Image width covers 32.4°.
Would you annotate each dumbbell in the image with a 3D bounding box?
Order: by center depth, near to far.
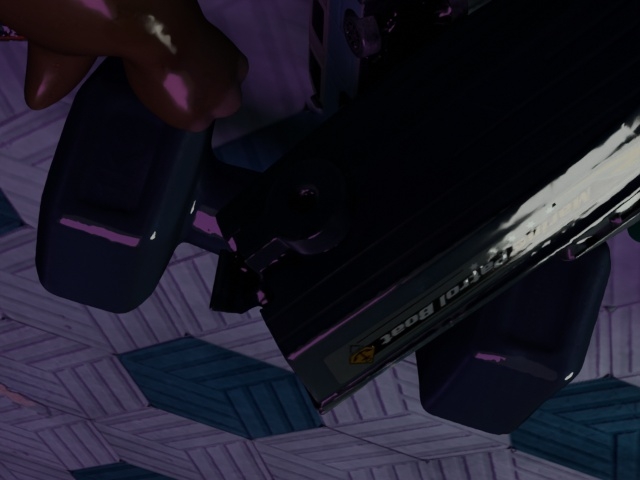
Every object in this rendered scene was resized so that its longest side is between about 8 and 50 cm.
[{"bbox_3d":[0.000,0.000,0.660,0.325,0.144,0.160,19,143,-6],"label":"dumbbell"}]

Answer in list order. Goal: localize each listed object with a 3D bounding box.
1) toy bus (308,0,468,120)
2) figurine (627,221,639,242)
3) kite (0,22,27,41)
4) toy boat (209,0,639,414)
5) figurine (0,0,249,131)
[{"bbox_3d":[0.027,-0.104,0.560,0.060,0.075,0.123,-22,149,-16],"label":"toy bus"},{"bbox_3d":[0.249,-0.029,0.551,0.195,0.111,0.102,-1,174,14],"label":"figurine"},{"bbox_3d":[-0.216,-0.169,0.615,0.189,0.009,0.232,30,142,-20],"label":"kite"},{"bbox_3d":[0.090,-0.042,0.518,0.296,0.114,0.122,-35,143,7],"label":"toy boat"},{"bbox_3d":[-0.172,-0.148,0.470,0.173,0.177,0.247,-27,141,12],"label":"figurine"}]
